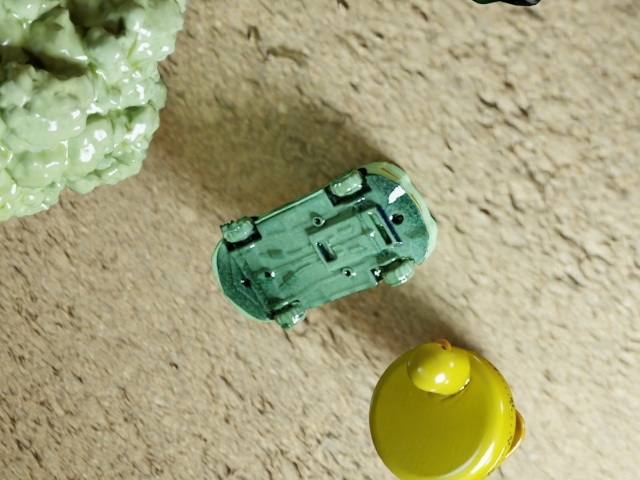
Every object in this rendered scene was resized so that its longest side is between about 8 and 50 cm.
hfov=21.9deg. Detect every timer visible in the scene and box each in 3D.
[{"bbox_3d":[0.083,0.124,1.176,0.107,0.109,0.107,-5,79,27],"label":"timer"}]

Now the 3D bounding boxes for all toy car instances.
[{"bbox_3d":[0.000,0.000,1.188,0.186,0.058,0.093,-23,105,37],"label":"toy car"}]

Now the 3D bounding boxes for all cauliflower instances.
[{"bbox_3d":[-0.223,-0.150,1.133,0.260,0.327,0.281,5,82,23],"label":"cauliflower"}]

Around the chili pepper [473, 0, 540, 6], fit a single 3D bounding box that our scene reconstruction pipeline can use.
[{"bbox_3d":[0.044,-0.248,0.909,0.264,0.116,0.148,42,180,-4],"label":"chili pepper"}]
